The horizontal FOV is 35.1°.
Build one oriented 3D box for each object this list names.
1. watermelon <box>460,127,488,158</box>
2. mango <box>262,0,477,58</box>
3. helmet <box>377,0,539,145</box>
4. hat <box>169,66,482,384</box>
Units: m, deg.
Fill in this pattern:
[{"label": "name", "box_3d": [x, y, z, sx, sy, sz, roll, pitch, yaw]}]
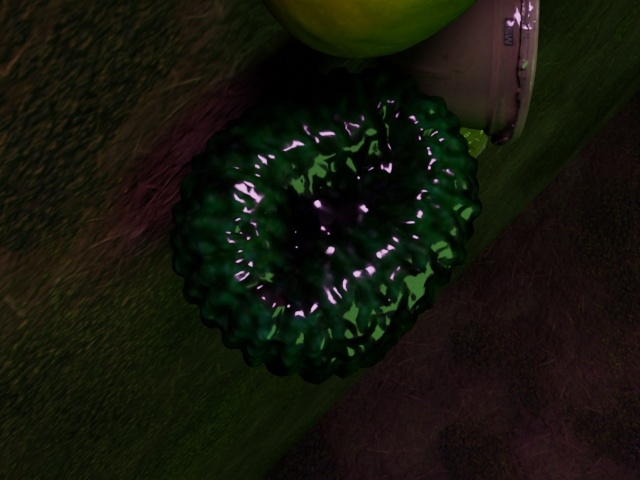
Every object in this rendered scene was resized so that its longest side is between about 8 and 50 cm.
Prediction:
[{"label": "watermelon", "box_3d": [0.098, -0.099, 1.122, 0.204, 0.127, 0.232, -37, 165, -34]}, {"label": "mango", "box_3d": [0.076, -0.253, 0.594, 0.192, 0.156, 0.343, -24, 154, -54]}, {"label": "helmet", "box_3d": [0.119, -0.191, 0.938, 0.257, 0.137, 0.204, -52, 143, -80]}, {"label": "hat", "box_3d": [0.000, 0.000, 0.938, 0.274, 0.242, 0.332, -31, 176, -10]}]
